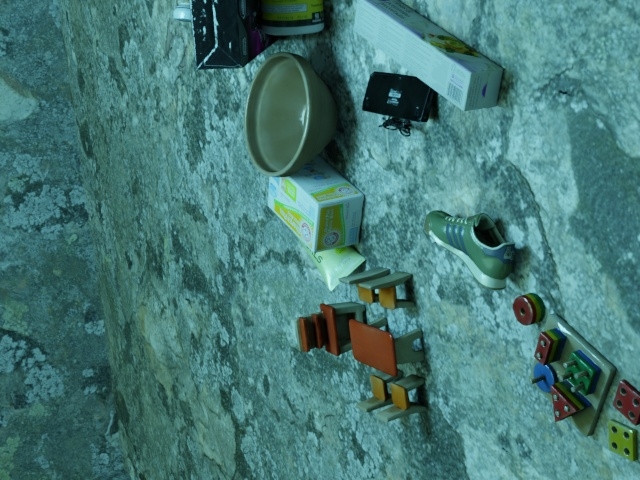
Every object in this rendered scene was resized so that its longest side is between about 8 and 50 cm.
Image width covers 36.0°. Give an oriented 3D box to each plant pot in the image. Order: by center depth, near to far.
[{"bbox_3d":[-0.044,-0.236,1.887,0.237,0.110,0.237,-7,81,55],"label":"plant pot"}]

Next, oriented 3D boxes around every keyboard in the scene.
[{"bbox_3d":[0.136,-0.230,1.671,0.192,0.038,0.100,26,101,58],"label":"keyboard"}]

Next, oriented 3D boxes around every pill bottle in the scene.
[{"bbox_3d":[-0.056,-0.490,1.815,0.119,0.119,0.208,29,127,56],"label":"pill bottle"}]

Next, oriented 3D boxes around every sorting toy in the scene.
[{"bbox_3d":[0.352,0.202,1.411,0.274,0.046,0.132,48,142,43],"label":"sorting toy"}]

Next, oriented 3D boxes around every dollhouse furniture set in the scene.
[{"bbox_3d":[0.071,0.189,1.851,0.259,0.135,0.262,12,112,61],"label":"dollhouse furniture set"}]

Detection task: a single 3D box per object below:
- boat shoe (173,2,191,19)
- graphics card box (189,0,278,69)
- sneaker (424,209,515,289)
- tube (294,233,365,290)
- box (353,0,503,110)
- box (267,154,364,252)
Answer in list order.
[{"bbox_3d":[-0.222,-0.488,2.037,0.083,0.226,0.075,9,104,30],"label":"boat shoe"},{"bbox_3d":[-0.158,-0.463,1.846,0.371,0.094,0.232,-64,-27,-69],"label":"graphics card box"},{"bbox_3d":[0.238,-0.012,1.529,0.192,0.064,0.086,50,135,42],"label":"sneaker"},{"bbox_3d":[0.000,0.000,1.985,0.240,0.062,0.070,51,137,43],"label":"tube"},{"bbox_3d":[0.161,-0.300,1.539,0.324,0.063,0.067,47,139,45],"label":"box"},{"bbox_3d":[-0.012,-0.078,1.931,0.203,0.103,0.114,45,139,47],"label":"box"}]
